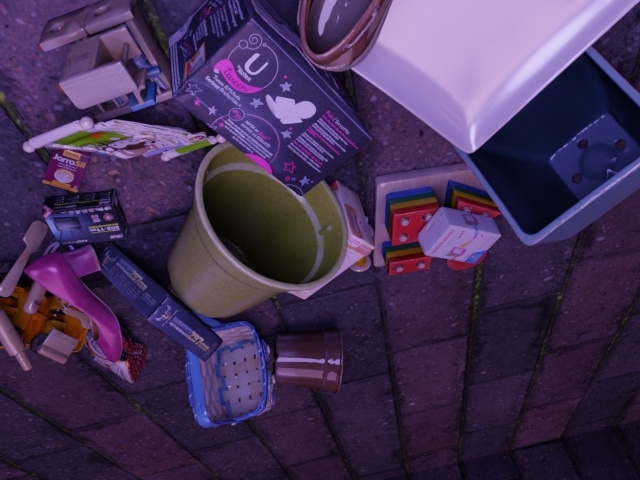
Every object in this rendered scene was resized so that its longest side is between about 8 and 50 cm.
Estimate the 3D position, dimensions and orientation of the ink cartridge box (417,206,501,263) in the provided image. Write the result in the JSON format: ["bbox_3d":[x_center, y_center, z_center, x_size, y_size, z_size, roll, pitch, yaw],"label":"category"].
[{"bbox_3d":[0.260,-0.008,0.990,0.122,0.052,0.088,10,135,-23],"label":"ink cartridge box"}]

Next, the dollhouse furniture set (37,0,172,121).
[{"bbox_3d":[-0.270,-0.200,0.667,0.129,0.184,0.129,-17,139,6],"label":"dollhouse furniture set"}]

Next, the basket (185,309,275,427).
[{"bbox_3d":[-0.224,0.300,1.216,0.201,0.255,0.289,-20,157,14],"label":"basket"}]

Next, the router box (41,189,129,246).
[{"bbox_3d":[-0.414,-0.038,0.929,0.122,0.038,0.092,-7,140,-6],"label":"router box"}]

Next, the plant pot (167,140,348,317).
[{"bbox_3d":[-0.137,0.007,0.914,0.276,0.276,0.254,17,143,-30],"label":"plant pot"}]

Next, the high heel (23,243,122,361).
[{"bbox_3d":[-0.444,0.133,0.957,0.117,0.082,0.244,-24,120,-36],"label":"high heel"}]

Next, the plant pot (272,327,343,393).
[{"bbox_3d":[-0.037,0.304,1.340,0.165,0.167,0.167,3,138,-7],"label":"plant pot"}]

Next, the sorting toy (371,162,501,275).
[{"bbox_3d":[0.242,-0.027,1.073,0.255,0.089,0.257,-9,139,-4],"label":"sorting toy"}]

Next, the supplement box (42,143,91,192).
[{"bbox_3d":[-0.399,-0.124,0.830,0.055,0.043,0.083,17,131,-29],"label":"supplement box"}]

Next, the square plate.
[{"bbox_3d":[0.211,-0.327,0.717,0.347,0.049,0.344,28,126,-25],"label":"square plate"}]

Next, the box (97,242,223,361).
[{"bbox_3d":[-0.309,0.117,0.998,0.059,0.232,0.183,-50,139,-13],"label":"box"}]

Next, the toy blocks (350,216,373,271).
[{"bbox_3d":[0.048,0.007,1.089,0.123,0.054,0.148,-9,140,-5],"label":"toy blocks"}]

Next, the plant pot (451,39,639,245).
[{"bbox_3d":[0.425,-0.149,0.875,0.252,0.248,0.247,6,139,-45],"label":"plant pot"}]

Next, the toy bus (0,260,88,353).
[{"bbox_3d":[-0.605,0.157,1.039,0.211,0.149,0.220,-25,143,34],"label":"toy bus"}]

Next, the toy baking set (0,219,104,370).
[{"bbox_3d":[-0.505,0.103,0.951,0.030,0.197,0.256,3,125,35],"label":"toy baking set"}]

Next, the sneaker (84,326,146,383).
[{"bbox_3d":[-0.483,0.265,1.243,0.092,0.088,0.225,6,141,10],"label":"sneaker"}]

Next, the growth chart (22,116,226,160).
[{"bbox_3d":[-0.281,-0.143,0.762,0.172,0.021,0.237,-9,177,41],"label":"growth chart"}]

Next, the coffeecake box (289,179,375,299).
[{"bbox_3d":[0.000,0.000,1.000,0.185,0.142,0.068,-38,134,27],"label":"coffeecake box"}]

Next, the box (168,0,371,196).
[{"bbox_3d":[-0.067,-0.210,0.726,0.142,0.163,0.247,-35,135,20],"label":"box"}]

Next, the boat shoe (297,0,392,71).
[{"bbox_3d":[0.059,-0.343,0.579,0.123,0.116,0.324,21,115,6],"label":"boat shoe"}]
